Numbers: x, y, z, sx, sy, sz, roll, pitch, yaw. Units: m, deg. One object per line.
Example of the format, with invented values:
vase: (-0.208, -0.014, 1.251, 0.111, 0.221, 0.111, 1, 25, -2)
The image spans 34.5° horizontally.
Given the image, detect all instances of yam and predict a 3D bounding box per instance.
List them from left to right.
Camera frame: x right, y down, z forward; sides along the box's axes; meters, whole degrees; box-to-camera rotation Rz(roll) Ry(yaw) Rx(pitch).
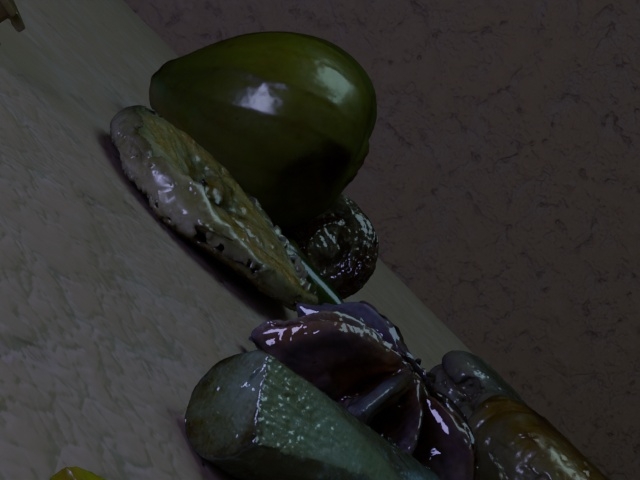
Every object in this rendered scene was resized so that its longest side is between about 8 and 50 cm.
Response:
yam: (0.004, 0.124, 0.571, 0.169, 0.068, 0.068, 43, 6, -37)

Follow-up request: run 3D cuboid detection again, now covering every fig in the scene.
fig: (-0.072, -0.146, 1.231, 0.271, 0.239, 0.239, 24, 6, -2)

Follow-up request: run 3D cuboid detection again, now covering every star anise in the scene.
star anise: (0.043, 0.125, 0.831, 0.236, 0.093, 0.229, 38, 14, -37)

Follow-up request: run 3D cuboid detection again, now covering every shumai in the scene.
shumai: (0.007, 0.008, 1.310, 0.139, 0.123, 0.105, 59, 15, -4)

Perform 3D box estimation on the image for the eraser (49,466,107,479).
eraser: (-0.035, 0.132, 0.312, 0.122, 0.045, 0.097, 41, 6, -47)

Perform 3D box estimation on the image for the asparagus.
asparagus: (0.006, 0.073, 1.193, 0.178, 0.041, 0.045, 47, 13, 0)

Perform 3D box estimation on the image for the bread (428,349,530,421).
bread: (0.271, 0.283, 1.361, 0.337, 0.102, 0.183, 46, 4, 12)

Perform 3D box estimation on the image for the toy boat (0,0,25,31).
toy boat: (-0.321, -0.242, 0.890, 0.206, 0.064, 0.072, 50, -12, 24)

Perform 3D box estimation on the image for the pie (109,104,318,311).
pie: (-0.101, -0.029, 1.020, 0.274, 0.055, 0.274, 45, 5, -5)

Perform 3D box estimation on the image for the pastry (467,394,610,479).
pastry: (0.245, 0.276, 1.119, 0.257, 0.121, 0.236, 40, 4, -38)
